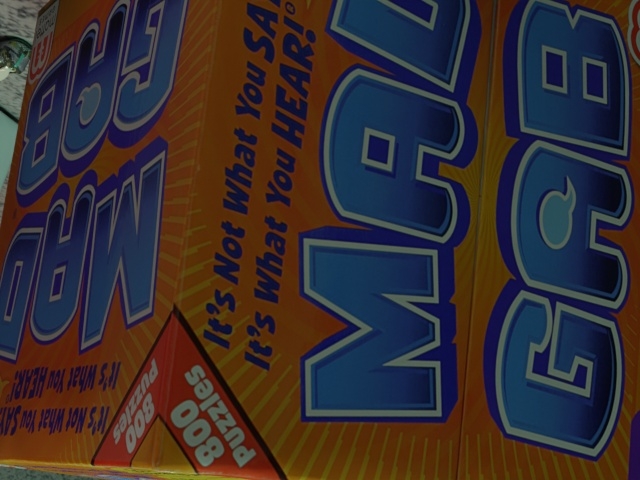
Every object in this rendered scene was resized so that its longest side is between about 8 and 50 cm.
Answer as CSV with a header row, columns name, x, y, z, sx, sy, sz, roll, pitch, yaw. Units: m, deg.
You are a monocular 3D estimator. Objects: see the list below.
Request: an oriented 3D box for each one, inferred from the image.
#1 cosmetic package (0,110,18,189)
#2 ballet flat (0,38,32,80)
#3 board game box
name,x,y,z,sx,sy,sz,roll,pitch,yaw
cosmetic package,-0.498,-0.124,1.298,0.224,0.138,0.224,7,160,29
ballet flat,-0.331,-0.174,1.170,0.114,0.041,0.041,-2,155,44
board game box,0.000,0.000,0.818,0.356,0.356,0.356,14,164,-29
